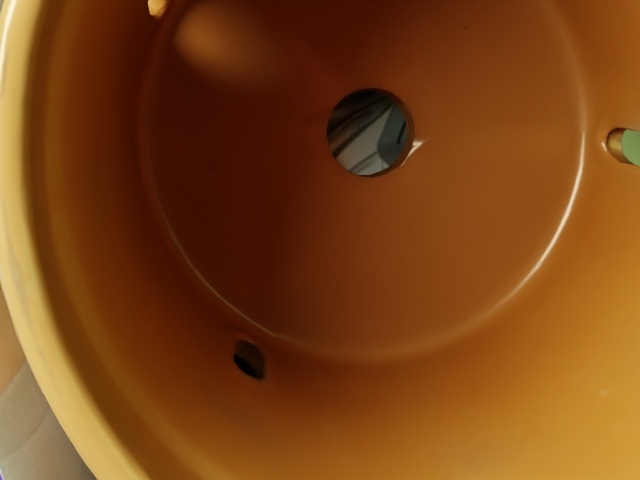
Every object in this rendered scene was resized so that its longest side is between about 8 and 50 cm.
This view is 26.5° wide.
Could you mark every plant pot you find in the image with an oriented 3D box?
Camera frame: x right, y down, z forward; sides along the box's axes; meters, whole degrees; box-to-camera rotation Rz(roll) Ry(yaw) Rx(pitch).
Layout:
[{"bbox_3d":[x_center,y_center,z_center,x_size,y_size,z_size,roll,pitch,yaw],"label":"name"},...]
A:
[{"bbox_3d":[0.039,-0.035,0.459,0.291,0.291,0.203,58,-6,-12],"label":"plant pot"}]

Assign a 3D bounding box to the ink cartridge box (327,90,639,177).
[{"bbox_3d":[0.051,-0.080,0.702,0.395,0.166,0.285,43,55,-13],"label":"ink cartridge box"}]

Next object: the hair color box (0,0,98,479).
[{"bbox_3d":[-0.160,-0.039,0.463,0.338,0.110,0.185,65,10,7],"label":"hair color box"}]
